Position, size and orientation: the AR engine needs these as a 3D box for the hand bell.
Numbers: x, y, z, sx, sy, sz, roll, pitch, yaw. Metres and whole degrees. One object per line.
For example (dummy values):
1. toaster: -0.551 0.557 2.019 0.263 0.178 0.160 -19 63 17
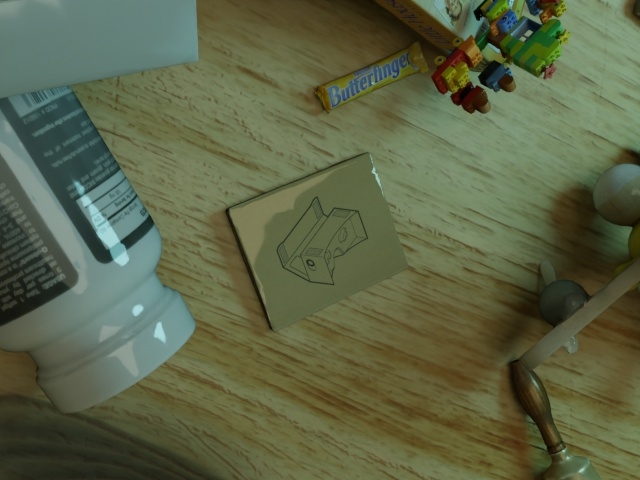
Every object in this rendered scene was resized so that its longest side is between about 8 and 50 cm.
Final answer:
1. hand bell: 0.323 0.275 1.242 0.126 0.126 0.242 -23 89 -18

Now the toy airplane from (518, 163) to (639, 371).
1. toy airplane: 0.448 -0.006 1.158 0.386 0.272 0.384 -14 140 -29

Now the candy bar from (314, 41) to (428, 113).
1. candy bar: 0.065 -0.206 1.147 0.161 0.018 0.040 -26 102 -18

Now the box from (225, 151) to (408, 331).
1. box: 0.000 0.000 1.132 0.201 0.021 0.164 -24 101 -19

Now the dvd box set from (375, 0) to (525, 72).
1. dvd box set: 0.134 -0.408 1.032 0.420 0.062 0.307 18 86 -51

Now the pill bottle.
1. pill bottle: -0.293 -0.019 0.918 0.210 0.210 0.363 -33 104 -16

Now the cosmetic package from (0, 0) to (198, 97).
1. cosmetic package: -0.306 -0.269 0.826 0.284 0.377 0.097 -16 137 -18

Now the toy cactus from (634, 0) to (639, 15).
1. toy cactus: 0.541 -0.310 1.288 0.181 0.112 0.219 15 96 -11

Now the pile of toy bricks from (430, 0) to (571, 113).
1. pile of toy bricks: 0.241 -0.229 1.067 0.212 0.105 0.118 -47 143 -3
